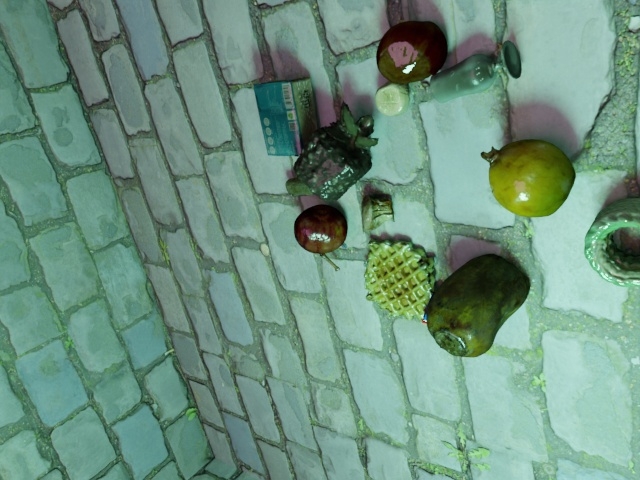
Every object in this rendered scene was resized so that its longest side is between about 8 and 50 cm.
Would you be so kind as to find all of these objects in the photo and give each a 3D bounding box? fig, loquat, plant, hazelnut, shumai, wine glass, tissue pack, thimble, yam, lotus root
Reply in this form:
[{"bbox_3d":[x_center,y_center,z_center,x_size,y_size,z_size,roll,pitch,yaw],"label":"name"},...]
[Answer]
[{"bbox_3d":[-0.003,-0.016,1.952,0.249,0.204,0.186,98,162,-50],"label":"fig"},{"bbox_3d":[0.537,-0.176,1.351,0.246,0.213,0.213,28,133,-2],"label":"loquat"},{"bbox_3d":[0.071,-0.298,1.701,0.215,0.213,0.312,43,112,7],"label":"plant"},{"bbox_3d":[0.259,-0.534,1.454,0.202,0.160,0.170,4,113,10],"label":"hazelnut"},{"bbox_3d":[0.201,-0.093,1.786,0.116,0.145,0.145,1,120,0],"label":"shumai"},{"bbox_3d":[0.416,-0.452,1.392,0.231,0.103,0.103,-8,108,47],"label":"wine glass"},{"bbox_3d":[-0.114,-0.442,1.837,0.192,0.134,0.270,11,119,38],"label":"tissue pack"},{"bbox_3d":[0.792,0.002,1.283,0.219,0.150,0.218,21,126,32],"label":"thimble"},{"bbox_3d":[-0.053,-0.209,1.958,0.179,0.078,0.078,1,114,41],"label":"yam"},{"bbox_3d":[0.466,0.205,1.557,0.251,0.346,0.250,26,136,28],"label":"lotus root"}]

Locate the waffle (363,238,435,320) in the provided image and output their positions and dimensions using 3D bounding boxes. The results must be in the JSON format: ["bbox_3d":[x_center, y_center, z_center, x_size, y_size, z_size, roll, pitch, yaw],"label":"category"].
[{"bbox_3d":[0.289,0.142,1.861,0.298,0.073,0.316,18,121,35],"label":"waffle"}]

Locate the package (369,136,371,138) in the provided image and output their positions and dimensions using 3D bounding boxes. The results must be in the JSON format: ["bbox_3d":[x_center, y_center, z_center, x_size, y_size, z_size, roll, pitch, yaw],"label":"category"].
[{"bbox_3d":[0.128,-0.372,1.750,0.110,0.015,0.037,45,134,10],"label":"package"}]

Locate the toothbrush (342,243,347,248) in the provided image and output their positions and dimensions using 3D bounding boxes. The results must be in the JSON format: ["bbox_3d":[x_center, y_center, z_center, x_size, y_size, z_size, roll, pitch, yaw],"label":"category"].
[{"bbox_3d":[0.032,-0.031,2.026,0.193,0.019,0.013,42,135,18],"label":"toothbrush"}]

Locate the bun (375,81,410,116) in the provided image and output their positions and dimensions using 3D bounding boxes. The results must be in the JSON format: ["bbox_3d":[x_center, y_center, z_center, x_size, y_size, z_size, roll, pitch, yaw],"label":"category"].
[{"bbox_3d":[0.228,-0.443,1.585,0.115,0.069,0.115,21,125,34],"label":"bun"}]

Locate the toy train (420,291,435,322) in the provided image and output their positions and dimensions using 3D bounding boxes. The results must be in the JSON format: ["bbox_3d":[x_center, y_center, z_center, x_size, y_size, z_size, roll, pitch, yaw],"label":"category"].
[{"bbox_3d":[0.453,0.270,1.738,0.204,0.082,0.131,20,124,8],"label":"toy train"}]
